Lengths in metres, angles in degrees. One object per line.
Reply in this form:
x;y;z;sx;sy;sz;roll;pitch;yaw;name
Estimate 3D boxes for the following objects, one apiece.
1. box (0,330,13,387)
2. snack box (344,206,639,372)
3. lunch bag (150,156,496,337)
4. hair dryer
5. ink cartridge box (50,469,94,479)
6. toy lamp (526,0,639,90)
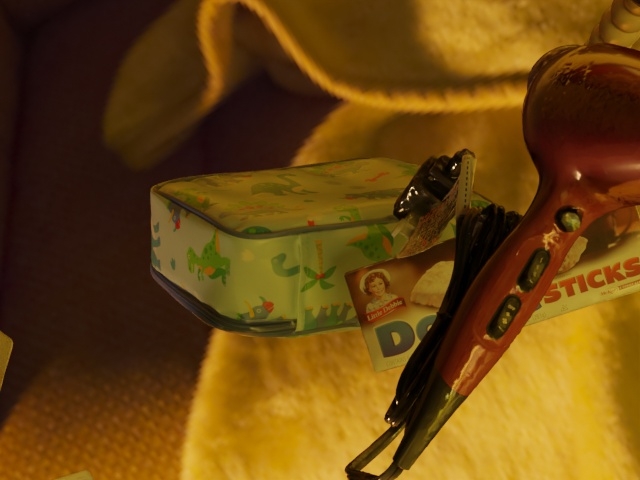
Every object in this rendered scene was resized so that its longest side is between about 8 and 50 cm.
-0.340;0.038;0.922;0.121;0.311;0.148;-43;22;18;box
0.108;0.023;0.967;0.178;0.064;0.022;-18;-3;5;snack box
0.000;0.000;1.115;0.219;0.090;0.176;-7;20;-30;lunch bag
0.122;0.002;0.820;0.293;0.080;0.223;-44;29;49;hair dryer
-0.168;0.261;1.145;0.061;0.104;0.181;-46;70;29;ink cartridge box
0.203;-0.150;1.057;0.080;0.080;0.274;-43;-5;-17;toy lamp
